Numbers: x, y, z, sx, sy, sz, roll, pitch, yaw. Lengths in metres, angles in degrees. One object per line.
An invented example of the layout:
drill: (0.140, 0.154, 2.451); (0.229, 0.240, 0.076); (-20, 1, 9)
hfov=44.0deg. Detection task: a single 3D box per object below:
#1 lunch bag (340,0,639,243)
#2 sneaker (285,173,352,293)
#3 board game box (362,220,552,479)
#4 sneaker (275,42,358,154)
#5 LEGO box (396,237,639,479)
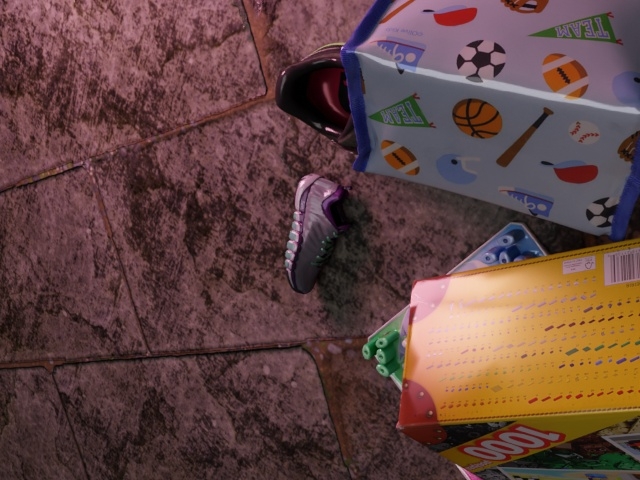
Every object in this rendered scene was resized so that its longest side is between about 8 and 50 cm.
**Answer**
lunch bag: (0.247, -0.222, 0.916); (0.328, 0.385, 0.239); (17, 146, 16)
sneaker: (0.000, 0.000, 1.387); (0.098, 0.083, 0.224); (17, 114, 27)
board game box: (0.293, 0.230, 1.261); (0.390, 0.050, 0.390); (53, 129, 10)
sneaker: (0.136, -0.163, 1.144); (0.483, 0.202, 0.185); (19, 117, 31)
LEGO box: (0.397, 0.164, 0.884); (0.500, 0.372, 0.193); (-14, 53, 37)
